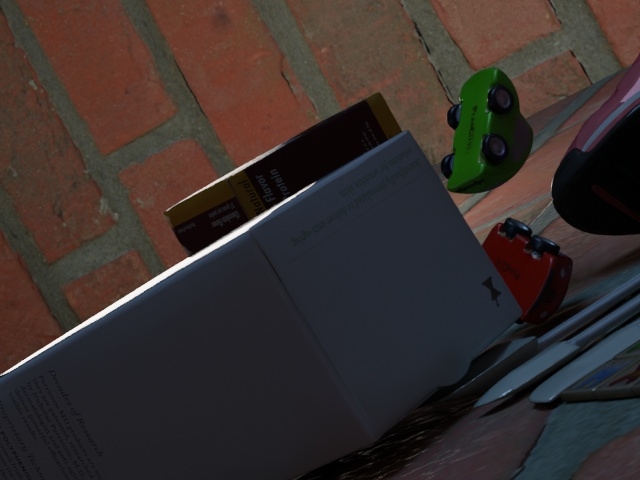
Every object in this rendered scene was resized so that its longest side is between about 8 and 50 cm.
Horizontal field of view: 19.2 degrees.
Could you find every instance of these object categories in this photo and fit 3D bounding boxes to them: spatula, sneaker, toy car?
[{"bbox_3d":[0.184,0.043,1.175,0.242,0.019,0.168,-31,4,-26],"label":"spatula"},{"bbox_3d":[0.288,-0.131,1.396,0.314,0.116,0.136,-46,28,9],"label":"sneaker"},{"bbox_3d":[0.123,-0.020,1.403,0.239,0.053,0.225,-24,51,55],"label":"toy car"}]

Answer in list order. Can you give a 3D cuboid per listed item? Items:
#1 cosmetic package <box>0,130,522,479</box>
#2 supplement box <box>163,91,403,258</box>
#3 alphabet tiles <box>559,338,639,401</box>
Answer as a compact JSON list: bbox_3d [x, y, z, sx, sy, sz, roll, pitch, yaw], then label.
[{"bbox_3d":[-0.071,0.090,1.279,0.365,0.155,0.197,-31,1,39],"label":"cosmetic package"},{"bbox_3d":[0.000,0.000,1.743,0.194,0.191,0.129,-32,5,-33],"label":"supplement box"},{"bbox_3d":[0.253,0.027,0.976,0.198,0.009,0.237,-30,4,-21],"label":"alphabet tiles"}]
